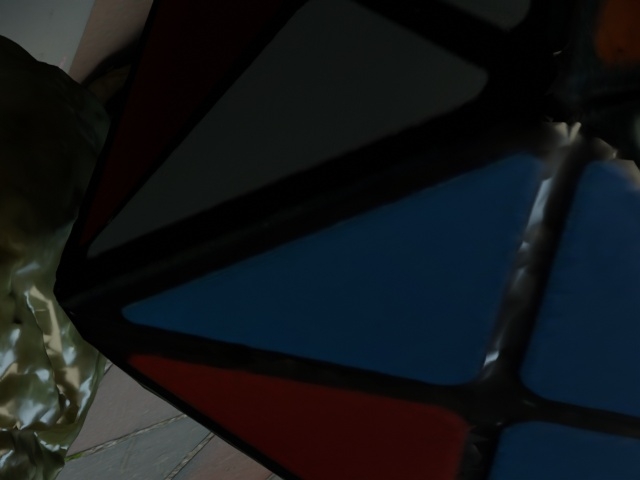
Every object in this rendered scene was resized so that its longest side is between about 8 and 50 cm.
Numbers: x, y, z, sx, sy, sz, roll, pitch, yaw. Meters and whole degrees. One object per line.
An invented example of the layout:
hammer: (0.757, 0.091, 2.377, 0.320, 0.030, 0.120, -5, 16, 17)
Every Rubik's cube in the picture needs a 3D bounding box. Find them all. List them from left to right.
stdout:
Rubik's cube: (0.078, -0.036, 0.585, 0.248, 0.250, 0.246, -20, 133, 39)

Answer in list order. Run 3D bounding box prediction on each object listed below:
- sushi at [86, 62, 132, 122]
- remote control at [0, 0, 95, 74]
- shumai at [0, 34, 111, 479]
sushi: (-0.012, -0.061, 0.884, 0.350, 0.171, 0.211, -36, 164, 21)
remote control: (-0.163, -0.110, 0.717, 0.103, 0.034, 0.250, -20, 160, -31)
shumai: (-0.234, 0.031, 0.513, 0.292, 0.330, 0.288, 14, 173, -2)
